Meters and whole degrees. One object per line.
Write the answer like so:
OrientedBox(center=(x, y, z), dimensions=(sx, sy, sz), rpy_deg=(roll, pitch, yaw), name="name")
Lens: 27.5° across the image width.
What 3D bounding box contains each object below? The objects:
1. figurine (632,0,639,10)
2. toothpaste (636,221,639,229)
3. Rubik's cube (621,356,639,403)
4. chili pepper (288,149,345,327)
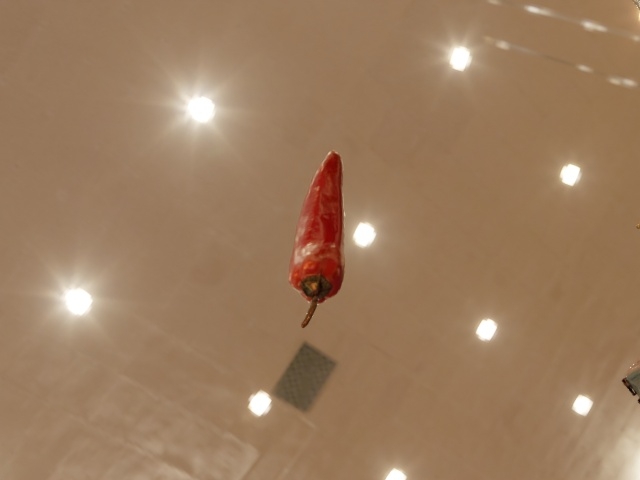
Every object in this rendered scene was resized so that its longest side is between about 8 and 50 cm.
OrientedBox(center=(0.614, -0.407, 2.030), dimensions=(0.382, 0.224, 0.205), rpy_deg=(15, -63, -40), name="figurine")
OrientedBox(center=(0.425, -0.005, 1.589), dimensions=(0.027, 0.083, 0.019), rpy_deg=(-44, -28, -62), name="toothpaste")
OrientedBox(center=(0.516, 0.116, 1.272), dimensions=(0.368, 0.358, 0.387), rpy_deg=(-38, -91, -11), name="Rubik's cube")
OrientedBox(center=(0.000, 0.000, 1.565), dimensions=(0.063, 0.071, 0.272), rpy_deg=(44, -144, -33), name="chili pepper")
